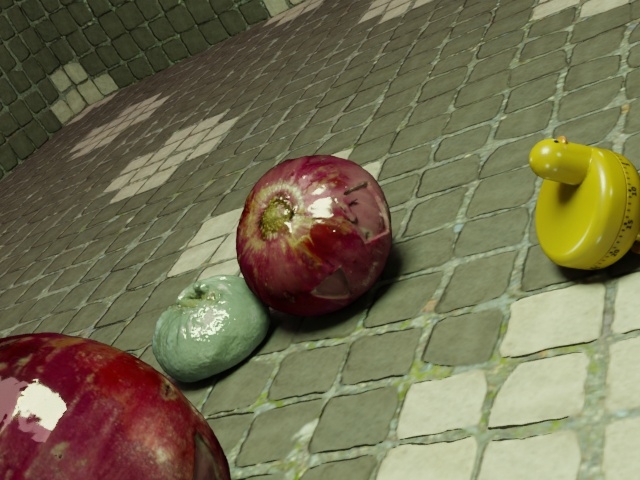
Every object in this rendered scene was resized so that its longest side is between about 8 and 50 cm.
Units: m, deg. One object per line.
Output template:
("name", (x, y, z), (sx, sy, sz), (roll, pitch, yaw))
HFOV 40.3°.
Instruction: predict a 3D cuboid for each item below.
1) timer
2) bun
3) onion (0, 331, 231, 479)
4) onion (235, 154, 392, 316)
("timer", (0.217, -0.030, 0.736), (0.109, 0.107, 0.107), (9, 15, -17))
("bun", (-0.127, 0.090, 0.960), (0.141, 0.083, 0.140), (-28, 24, 14))
("onion", (-0.215, 0.187, 0.691), (0.256, 0.230, 0.272), (-29, 15, 5))
("onion", (-0.007, -0.004, 0.924), (0.177, 0.153, 0.177), (-10, 49, 12))
